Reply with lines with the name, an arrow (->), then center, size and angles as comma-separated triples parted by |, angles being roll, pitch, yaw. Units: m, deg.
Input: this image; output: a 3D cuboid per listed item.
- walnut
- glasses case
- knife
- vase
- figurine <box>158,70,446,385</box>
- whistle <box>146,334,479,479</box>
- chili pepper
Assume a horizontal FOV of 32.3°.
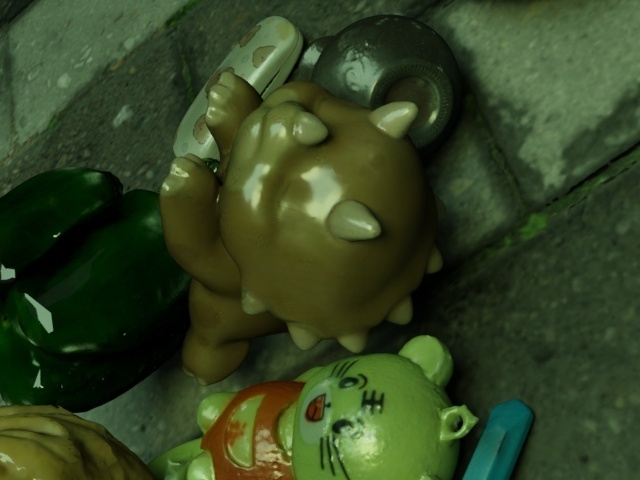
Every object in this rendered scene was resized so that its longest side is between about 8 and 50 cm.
walnut -> -0.183, 0.225, 0.732 | 0.198, 0.245, 0.198 | -24, 10, 4
glasses case -> -0.077, -0.136, 1.025 | 0.164, 0.041, 0.063 | -52, 42, 2
knife -> 0.068, 0.218, 0.648 | 0.044, 0.026, 0.296 | -8, 44, 49
vase -> 0.036, -0.123, 0.881 | 0.120, 0.120, 0.183 | -53, 25, 1
figurine -> -0.001, 0.000, 0.756 | 0.173, 0.247, 0.177 | 17, 41, 14
whistle -> -0.019, 0.146, 0.749 | 0.288, 0.106, 0.131 | -17, 51, 33
chili pepper -> -0.162, 0.023, 0.870 | 0.174, 0.165, 0.261 | 12, 29, 26
